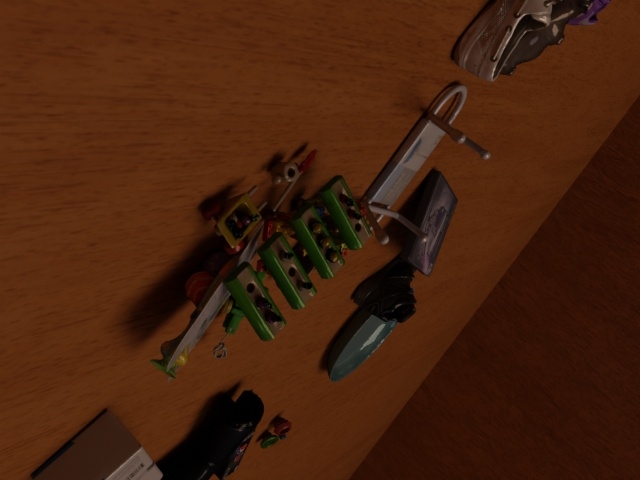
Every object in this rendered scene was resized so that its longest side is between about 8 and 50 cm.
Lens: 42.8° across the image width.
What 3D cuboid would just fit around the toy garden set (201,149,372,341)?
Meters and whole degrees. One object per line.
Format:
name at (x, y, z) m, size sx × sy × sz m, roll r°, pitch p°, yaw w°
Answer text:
toy garden set at (-0.036, -0.015, 1.118) m, size 0.244 × 0.049 × 0.204 m, roll -45°, pitch 120°, yaw -29°

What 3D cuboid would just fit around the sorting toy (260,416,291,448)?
sorting toy at (-0.115, 0.481, 2.064) m, size 0.102 × 0.042 × 0.061 m, roll -42°, pitch 147°, yaw 14°

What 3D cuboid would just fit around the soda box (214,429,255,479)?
soda box at (-0.198, 0.450, 1.779) m, size 0.053 × 0.060 × 0.169 m, roll -28°, pitch 152°, yaw -44°

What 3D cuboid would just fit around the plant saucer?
plant saucer at (0.120, 0.230, 2.092) m, size 0.317 × 0.043 × 0.318 m, roll -42°, pitch 159°, yaw -20°

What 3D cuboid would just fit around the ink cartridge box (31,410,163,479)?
ink cartridge box at (-0.341, 0.370, 1.275) m, size 0.148 × 0.086 × 0.203 m, roll -41°, pitch 160°, yaw -21°

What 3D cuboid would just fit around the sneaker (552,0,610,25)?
sneaker at (0.467, -0.454, 1.440) m, size 0.236 × 0.104 × 0.095 m, roll 65°, pitch 42°, yaw -71°

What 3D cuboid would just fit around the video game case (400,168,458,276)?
video game case at (0.245, -0.031, 1.807) m, size 0.196 × 0.026 × 0.274 m, roll -69°, pitch 162°, yaw -3°

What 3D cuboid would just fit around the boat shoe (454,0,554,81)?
boat shoe at (0.339, -0.381, 1.339) m, size 0.277 × 0.096 × 0.098 m, roll -53°, pitch 159°, yaw 10°

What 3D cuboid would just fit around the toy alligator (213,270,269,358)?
toy alligator at (-0.131, 0.107, 1.304) m, size 0.051 × 0.056 × 0.190 m, roll -95°, pitch -151°, yaw -56°

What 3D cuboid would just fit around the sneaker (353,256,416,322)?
sneaker at (0.189, 0.117, 1.901) m, size 0.227 × 0.130 × 0.087 m, roll -34°, pitch 157°, yaw -45°

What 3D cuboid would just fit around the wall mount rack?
wall mount rack at (0.176, -0.111, 1.441) m, size 0.350 × 0.130 × 0.304 m, roll -55°, pitch 160°, yaw 13°

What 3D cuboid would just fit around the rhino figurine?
rhino figurine at (0.388, -0.368, 1.413) m, size 0.243 × 0.073 × 0.106 m, roll -34°, pitch 173°, yaw 36°

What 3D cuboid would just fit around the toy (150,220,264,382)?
toy at (-0.164, 0.078, 1.137) m, size 0.237 × 0.056 × 0.137 m, roll -61°, pitch 179°, yaw -21°

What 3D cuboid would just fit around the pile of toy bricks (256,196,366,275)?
pile of toy bricks at (0.000, 0.000, 1.252) m, size 0.212 × 0.105 × 0.118 m, roll -22°, pitch 126°, yaw -56°

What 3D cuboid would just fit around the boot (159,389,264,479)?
boot at (-0.223, 0.405, 1.582) m, size 0.207 × 0.094 × 0.246 m, roll -57°, pitch 167°, yaw 31°

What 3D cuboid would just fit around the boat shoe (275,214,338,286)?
boat shoe at (-0.016, 0.027, 1.390) m, size 0.152 × 0.056 × 0.049 m, roll -50°, pitch 156°, yaw 0°
